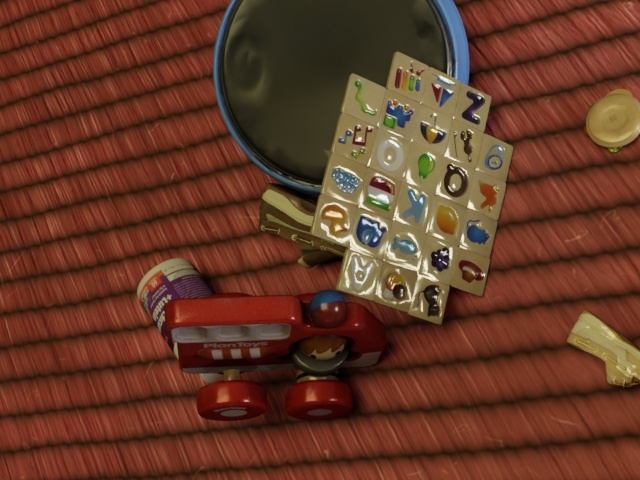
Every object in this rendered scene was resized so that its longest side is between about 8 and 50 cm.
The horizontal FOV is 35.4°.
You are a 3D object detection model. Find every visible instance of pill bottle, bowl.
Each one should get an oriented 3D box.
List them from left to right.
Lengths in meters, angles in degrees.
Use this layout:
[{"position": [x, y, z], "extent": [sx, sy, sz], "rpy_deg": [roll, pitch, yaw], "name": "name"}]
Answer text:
[{"position": [-0.200, 0.128, 1.580], "extent": [0.108, 0.108, 0.193], "rpy_deg": [-46, 59, 9], "name": "pill bottle"}, {"position": [0.024, -0.256, 1.490], "extent": [0.390, 0.077, 0.391], "rpy_deg": [2, 99, 10], "name": "bowl"}]

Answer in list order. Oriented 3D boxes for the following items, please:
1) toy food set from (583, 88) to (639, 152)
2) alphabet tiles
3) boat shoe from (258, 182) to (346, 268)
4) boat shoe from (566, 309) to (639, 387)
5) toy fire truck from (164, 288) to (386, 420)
[{"position": [0.408, -0.166, 1.393], "extent": [0.082, 0.020, 0.083], "rpy_deg": [-38, 61, 14], "name": "toy food set"}, {"position": [0.133, -0.072, 1.381], "extent": [0.011, 0.285, 0.343], "rpy_deg": [-7, 66, 61], "name": "alphabet tiles"}, {"position": [0.005, 0.001, 1.530], "extent": [0.257, 0.095, 0.095], "rpy_deg": [30, 104, 38], "name": "boat shoe"}, {"position": [0.386, 0.159, 1.280], "extent": [0.059, 0.063, 0.170], "rpy_deg": [-53, 48, 7], "name": "boat shoe"}, {"position": [-0.057, 0.138, 1.381], "extent": [0.302, 0.254, 0.170], "rpy_deg": [-1, 67, -5], "name": "toy fire truck"}]
